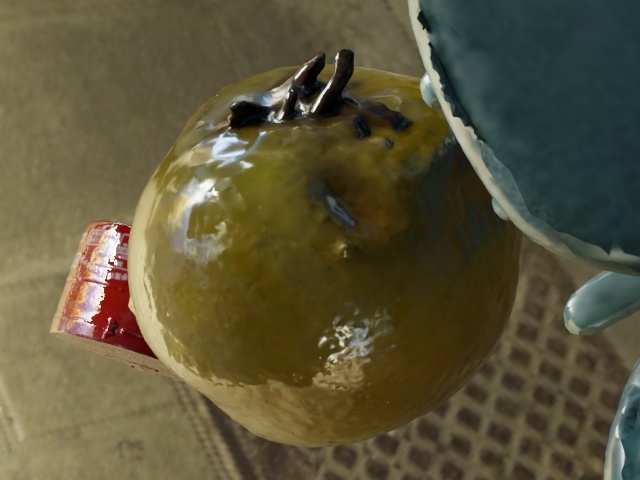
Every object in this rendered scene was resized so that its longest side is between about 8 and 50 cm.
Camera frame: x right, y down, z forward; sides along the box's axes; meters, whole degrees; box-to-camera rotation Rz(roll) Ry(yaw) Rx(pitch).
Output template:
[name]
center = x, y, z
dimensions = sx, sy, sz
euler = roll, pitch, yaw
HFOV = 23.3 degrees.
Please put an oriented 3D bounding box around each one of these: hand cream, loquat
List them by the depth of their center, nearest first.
[loquat]
center = -0.005, 0.002, 0.810
dimensions = 0.213, 0.213, 0.213
euler = 12, 49, -14
[hand cream]
center = -0.166, 0.066, 1.564
dimensions = 0.193, 0.193, 0.125
euler = 20, 80, -7

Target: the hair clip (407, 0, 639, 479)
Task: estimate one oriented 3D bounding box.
[hair clip]
center = 0.197, -0.007, 0.573
dimensions = 0.392, 0.238, 0.318
euler = -32, 86, -7
